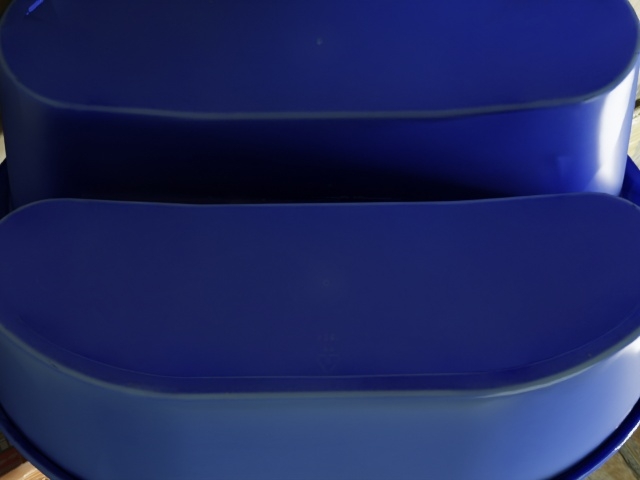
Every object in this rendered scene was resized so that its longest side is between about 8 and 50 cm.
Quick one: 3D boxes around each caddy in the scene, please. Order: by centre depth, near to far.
[{"bbox_3d":[0.000,0.000,0.659,0.341,0.241,0.179,0,152,-1],"label":"caddy"}]

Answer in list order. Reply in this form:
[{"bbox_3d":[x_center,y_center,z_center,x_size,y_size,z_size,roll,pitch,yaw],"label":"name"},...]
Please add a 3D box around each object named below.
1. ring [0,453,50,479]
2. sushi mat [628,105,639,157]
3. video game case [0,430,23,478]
[{"bbox_3d":[-0.311,0.241,1.024,0.336,0.032,0.336,-37,173,-5],"label":"ring"},{"bbox_3d":[0.191,-0.032,1.433,0.316,0.019,0.151,-31,165,-13],"label":"sushi mat"},{"bbox_3d":[-0.289,0.151,0.990,0.204,0.025,0.285,-30,163,-17],"label":"video game case"}]
